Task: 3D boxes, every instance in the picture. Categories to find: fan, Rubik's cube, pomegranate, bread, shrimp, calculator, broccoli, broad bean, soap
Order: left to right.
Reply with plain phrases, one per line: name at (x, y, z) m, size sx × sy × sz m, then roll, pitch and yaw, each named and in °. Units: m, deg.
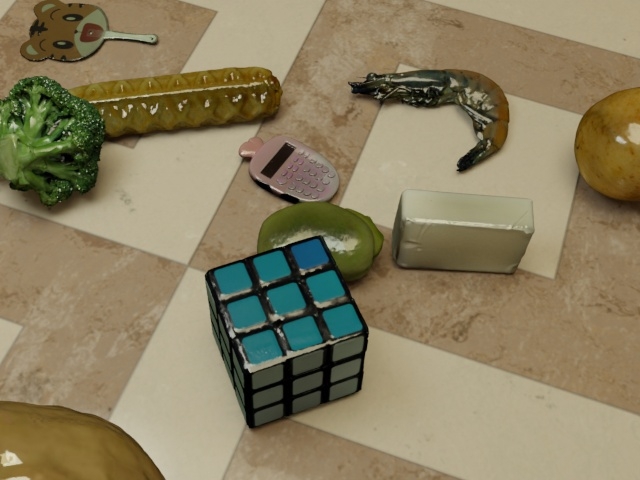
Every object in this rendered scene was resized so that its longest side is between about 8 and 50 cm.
broccoli at (-0.400, -0.139, 1.274) m, size 0.195 × 0.195 × 0.156 m, roll 33°, pitch 30°, yaw 17°
fan at (-0.387, -0.352, 1.518) m, size 0.227 × 0.008 × 0.152 m, roll 5°, pitch 55°, yaw 1°
bread at (-0.240, -0.214, 1.396) m, size 0.368 × 0.077 × 0.084 m, roll -8°, pitch 53°, yaw -7°
Rubik's cube at (-0.044, 0.117, 1.135) m, size 0.161 × 0.163 × 0.162 m, roll -17°, pitch 55°, yaw -14°
calculator at (-0.049, -0.109, 1.367) m, size 0.166 × 0.024 × 0.103 m, roll 30°, pitch 60°, yaw 13°
broad bean at (0.000, 0.000, 1.261) m, size 0.175 × 0.082 × 0.124 m, roll 11°, pitch 58°, yaw 2°
shrimp at (0.174, -0.197, 1.422) m, size 0.262 × 0.051 × 0.198 m, roll 4°, pitch 57°, yaw -4°
soap at (0.197, -0.010, 1.256) m, size 0.183 × 0.121 × 0.063 m, roll 4°, pitch 57°, yaw -2°
pomegranate at (0.476, -0.134, 1.330) m, size 0.196 × 0.196 × 0.196 m, roll 2°, pitch 56°, yaw -2°

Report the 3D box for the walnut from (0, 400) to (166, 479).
walnut at (-0.313, 0.341, 0.884) m, size 0.384 × 0.383 × 0.383 m, roll 2°, pitch 56°, yaw -2°
